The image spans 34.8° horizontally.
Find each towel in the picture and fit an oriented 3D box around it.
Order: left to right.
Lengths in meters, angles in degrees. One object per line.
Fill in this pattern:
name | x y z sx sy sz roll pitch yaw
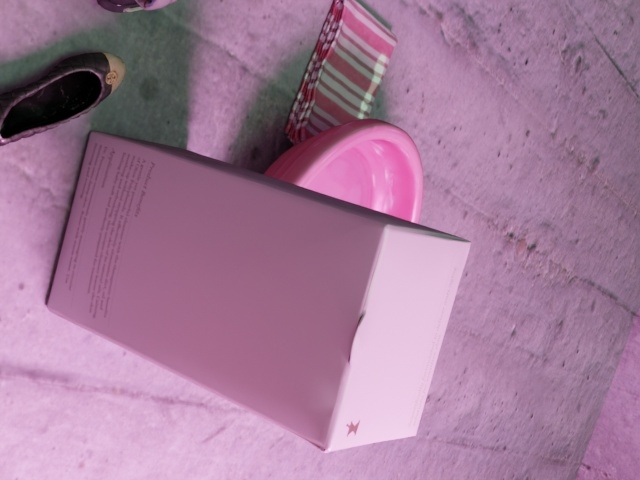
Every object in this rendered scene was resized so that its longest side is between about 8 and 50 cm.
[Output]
towel | 0.033 -0.194 1.282 0.144 0.029 0.197 22 88 -57

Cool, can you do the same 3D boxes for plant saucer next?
plant saucer | 0.000 0.000 1.260 0.332 0.084 0.332 -35 140 -36

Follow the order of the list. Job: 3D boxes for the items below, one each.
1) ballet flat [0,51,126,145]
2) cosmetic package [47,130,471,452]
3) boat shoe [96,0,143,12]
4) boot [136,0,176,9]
ballet flat | -0.238 -0.123 0.919 0.173 0.049 0.057 -37 135 -39
cosmetic package | -0.070 0.035 0.953 0.155 0.365 0.197 8 101 -55
boat shoe | -0.139 -0.271 0.993 0.065 0.075 0.206 -41 177 43
boot | -0.149 -0.329 0.862 0.123 0.095 0.258 -36 113 -38
